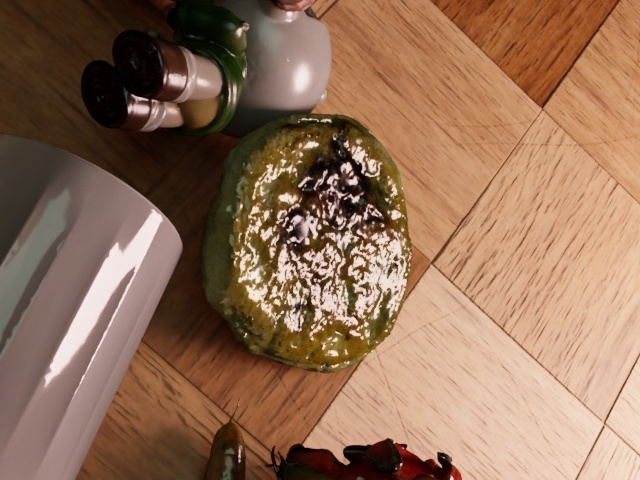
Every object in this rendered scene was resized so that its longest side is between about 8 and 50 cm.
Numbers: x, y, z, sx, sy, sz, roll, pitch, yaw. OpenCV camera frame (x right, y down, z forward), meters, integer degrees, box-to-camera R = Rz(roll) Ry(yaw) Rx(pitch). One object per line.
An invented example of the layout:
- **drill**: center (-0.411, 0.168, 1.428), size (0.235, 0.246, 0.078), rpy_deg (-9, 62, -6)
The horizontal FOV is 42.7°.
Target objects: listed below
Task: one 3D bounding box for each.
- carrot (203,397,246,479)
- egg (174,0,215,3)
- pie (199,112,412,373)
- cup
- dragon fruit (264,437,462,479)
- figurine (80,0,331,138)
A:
- **carrot**: center (-0.104, 0.318, 0.870), size (0.078, 0.078, 0.298), rpy_deg (10, 68, -20)
- **egg**: center (-0.145, -0.401, 0.972), size (0.289, 0.238, 0.238), rpy_deg (12, 70, -30)
- **pie**: center (0.000, 0.000, 0.940), size (0.323, 0.070, 0.323), rpy_deg (-7, 101, -41)
- **cup**: center (-0.337, 0.087, 0.765), size (0.322, 0.237, 0.327), rpy_deg (17, 66, 14)
- **dragon fruit**: center (0.062, 0.312, 0.880), size (0.293, 0.234, 0.234), rpy_deg (31, 59, 29)
- **figurine**: center (-0.105, -0.189, 0.905), size (0.167, 0.281, 0.370), rpy_deg (56, 28, 2)
